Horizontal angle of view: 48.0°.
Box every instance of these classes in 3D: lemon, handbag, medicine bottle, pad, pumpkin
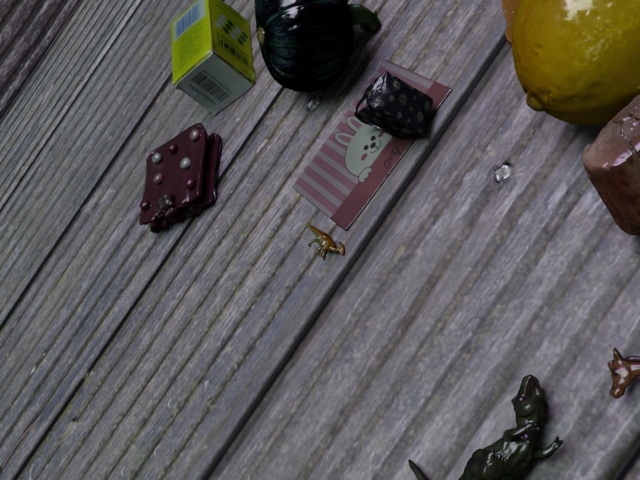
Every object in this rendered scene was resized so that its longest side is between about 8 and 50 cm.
[{"bbox_3d":[0.369,-0.273,0.905,0.263,0.236,0.236,-25,44,-5],"label":"lemon"},{"bbox_3d":[0.107,-0.220,1.213,0.139,0.115,0.072,-2,67,60],"label":"handbag"},{"bbox_3d":[-0.316,-0.137,1.590,0.203,0.074,0.216,-22,52,34],"label":"handbag"},{"bbox_3d":[-0.254,-0.438,1.672,0.141,0.137,0.250,-31,48,25],"label":"medicine bottle"},{"bbox_3d":[0.083,-0.178,1.285,0.299,0.005,0.202,-53,42,4],"label":"pad"},{"bbox_3d":[-0.003,-0.416,1.377,0.248,0.248,0.248,-23,51,32],"label":"pumpkin"}]

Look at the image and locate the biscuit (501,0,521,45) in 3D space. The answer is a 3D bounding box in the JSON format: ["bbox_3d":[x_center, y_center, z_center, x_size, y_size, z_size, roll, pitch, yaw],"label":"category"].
[{"bbox_3d":[0.354,-0.351,1.113,0.162,0.035,0.250,-38,45,12],"label":"biscuit"}]

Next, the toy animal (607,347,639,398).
[{"bbox_3d":[0.428,0.130,0.713,0.224,0.066,0.229,-46,35,6],"label":"toy animal"}]

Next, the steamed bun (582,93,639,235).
[{"bbox_3d":[0.398,-0.098,0.829,0.175,0.145,0.106,-38,28,9],"label":"steamed bun"}]

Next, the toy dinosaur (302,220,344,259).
[{"bbox_3d":[-0.002,0.003,1.235,0.113,0.026,0.041,33,83,40],"label":"toy dinosaur"}]

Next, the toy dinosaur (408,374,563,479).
[{"bbox_3d":[0.213,0.257,0.879,0.187,0.087,0.179,-45,3,-10],"label":"toy dinosaur"}]
